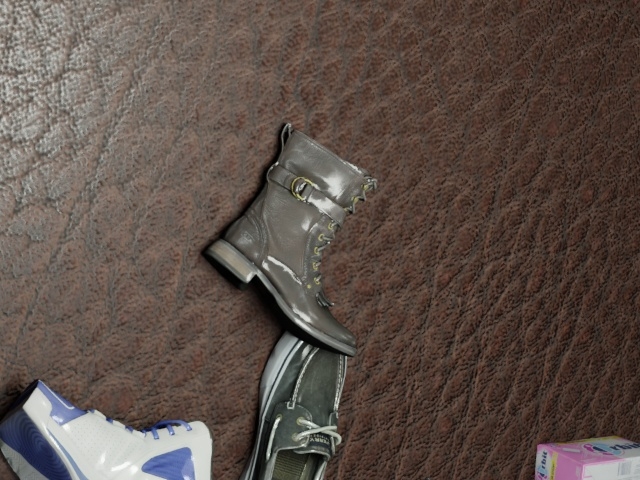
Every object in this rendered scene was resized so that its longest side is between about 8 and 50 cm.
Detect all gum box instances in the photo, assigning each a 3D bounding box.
[{"bbox_3d":[0.450,0.361,2.051,0.188,0.107,0.062,0,100,-32],"label":"gum box"}]

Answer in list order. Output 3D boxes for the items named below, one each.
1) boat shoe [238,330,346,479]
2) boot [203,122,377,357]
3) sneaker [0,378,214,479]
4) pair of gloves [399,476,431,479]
[{"bbox_3d":[-0.023,0.270,1.730,0.121,0.119,0.335,16,90,-33],"label":"boat shoe"},{"bbox_3d":[0.000,0.000,1.682,0.263,0.091,0.229,41,76,-9],"label":"boot"},{"bbox_3d":[-0.242,0.274,1.604,0.315,0.127,0.182,47,47,-13],"label":"sneaker"},{"bbox_3d":[0.136,0.392,1.919,0.083,0.010,0.074,1,99,-33],"label":"pair of gloves"}]
